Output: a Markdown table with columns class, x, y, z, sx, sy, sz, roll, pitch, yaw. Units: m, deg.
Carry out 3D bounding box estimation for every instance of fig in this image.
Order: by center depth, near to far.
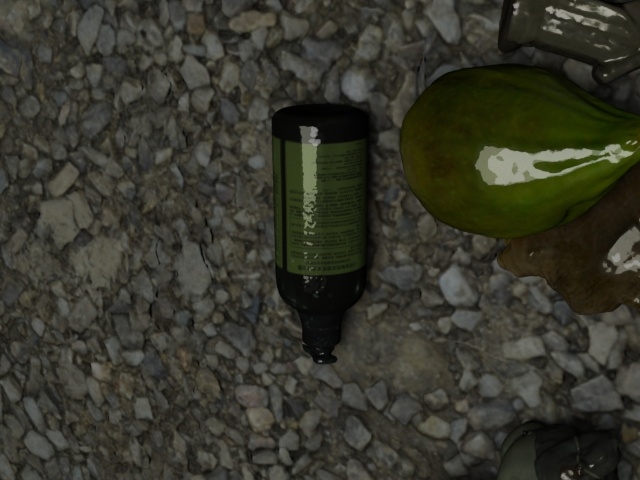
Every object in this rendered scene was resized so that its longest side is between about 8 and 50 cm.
| class | x | y | z | sx | sy | sz | roll | pitch | yaw |
| --- | --- | --- | --- | --- | --- | --- | --- | --- | --- |
| fig | 0.183 | -0.074 | 0.884 | 0.233 | 0.167 | 0.167 | 27 | 116 | 29 |

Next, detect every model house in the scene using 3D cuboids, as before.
| class | x | y | z | sx | sy | sz | roll | pitch | yaw |
| --- | --- | --- | --- | --- | --- | --- | --- | --- | --- |
| model house | 0.251 | -0.246 | 0.830 | 0.188 | 0.122 | 0.229 | 19 | 117 | 17 |

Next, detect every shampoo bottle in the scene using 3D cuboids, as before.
| class | x | y | z | sx | sy | sz | roll | pitch | yaw |
| --- | --- | --- | --- | --- | --- | --- | --- | --- | --- |
| shampoo bottle | 0.000 | 0.000 | 1.049 | 0.101 | 0.101 | 0.284 | 8 | 109 | 26 |

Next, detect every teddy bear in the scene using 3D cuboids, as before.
| class | x | y | z | sx | sy | sz | roll | pitch | yaw |
| --- | --- | --- | --- | --- | --- | --- | --- | --- | --- |
| teddy bear | 0.221 | 0.274 | 1.005 | 0.251 | 0.144 | 0.171 | -39 | 120 | 16 |

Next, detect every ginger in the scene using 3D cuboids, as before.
| class | x | y | z | sx | sy | sz | roll | pitch | yaw |
| --- | --- | --- | --- | --- | --- | --- | --- | --- | --- |
| ginger | 0.304 | -0.032 | 0.887 | 0.333 | 0.080 | 0.166 | -36 | 81 | 35 |
